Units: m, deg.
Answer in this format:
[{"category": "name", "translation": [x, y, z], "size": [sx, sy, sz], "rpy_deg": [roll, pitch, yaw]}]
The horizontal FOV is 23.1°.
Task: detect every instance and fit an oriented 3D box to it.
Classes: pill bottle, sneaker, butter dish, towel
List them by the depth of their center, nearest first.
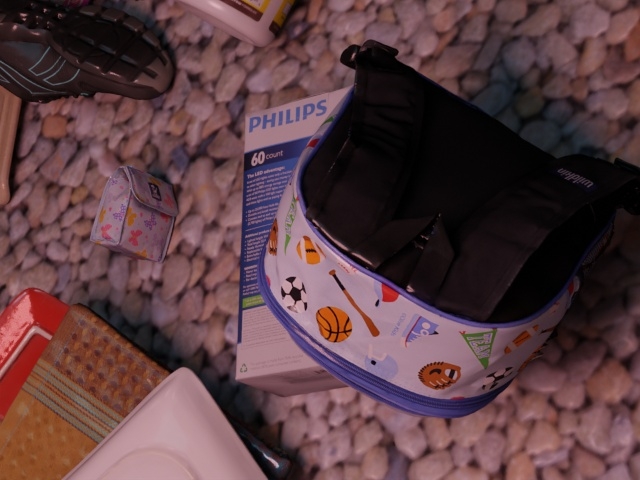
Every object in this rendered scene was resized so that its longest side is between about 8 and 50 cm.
[{"category": "towel", "translation": [-0.219, 0.279, 1.426], "size": [0.271, 0.040, 0.370], "rpy_deg": [34, 97, 19]}, {"category": "butter dish", "translation": [-0.268, 0.131, 1.531], "size": [0.160, 0.160, 0.118], "rpy_deg": [-53, 19, 5]}, {"category": "pill bottle", "translation": [-0.052, -0.308, 1.541], "size": [0.117, 0.117, 0.215], "rpy_deg": [29, 90, 40]}, {"category": "sneaker", "translation": [-0.275, -0.198, 1.674], "size": [0.267, 0.106, 0.101], "rpy_deg": [22, 46, 18]}]

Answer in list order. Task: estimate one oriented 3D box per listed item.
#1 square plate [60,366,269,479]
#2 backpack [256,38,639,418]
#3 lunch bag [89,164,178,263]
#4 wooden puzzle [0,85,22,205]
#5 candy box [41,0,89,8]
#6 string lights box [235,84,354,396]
[{"category": "square plate", "translation": [-0.150, 0.345, 1.341], "size": [0.347, 0.049, 0.344], "rpy_deg": [-42, 71, 14]}, {"category": "backpack", "translation": [0.076, 0.008, 1.201], "size": [0.276, 0.263, 0.213], "rpy_deg": [27, 121, 11]}, {"category": "lunch bag", "translation": [-0.182, -0.027, 1.557], "size": [0.053, 0.071, 0.083], "rpy_deg": [4, 74, 39]}, {"category": "wooden puzzle", "translation": [-0.419, -0.147, 1.801], "size": [0.221, 0.044, 0.239], "rpy_deg": [-6, 74, 34]}, {"category": "candy box", "translation": [-0.300, -0.381, 1.756], "size": [0.159, 0.071, 0.233], "rpy_deg": [-51, 48, 30]}, {"category": "string lights box", "translation": [0.000, 0.000, 1.409], "size": [0.133, 0.076, 0.260], "rpy_deg": [-12, 66, 32]}]
